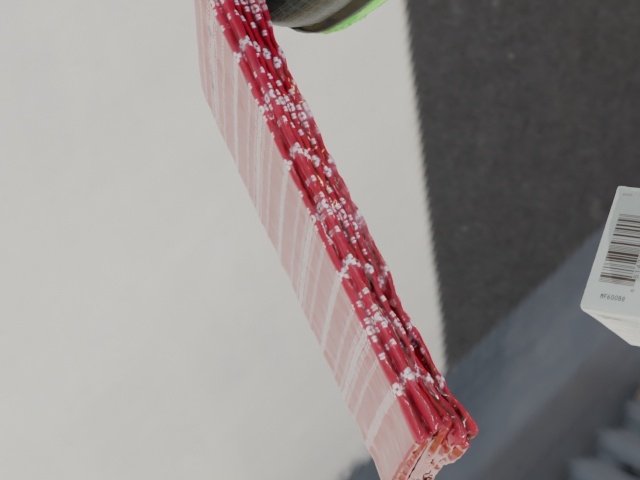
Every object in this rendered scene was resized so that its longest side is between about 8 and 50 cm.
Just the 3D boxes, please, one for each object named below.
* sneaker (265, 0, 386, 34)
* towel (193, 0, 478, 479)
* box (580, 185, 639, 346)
[{"bbox_3d":[-0.044,-0.239,0.696,0.202,0.185,0.483,-23,157,-8],"label":"sneaker"},{"bbox_3d":[0.000,0.000,0.870,0.031,0.275,0.199,-23,166,-9],"label":"towel"},{"bbox_3d":[0.264,0.025,1.219,0.087,0.102,0.101,33,72,-47],"label":"box"}]
